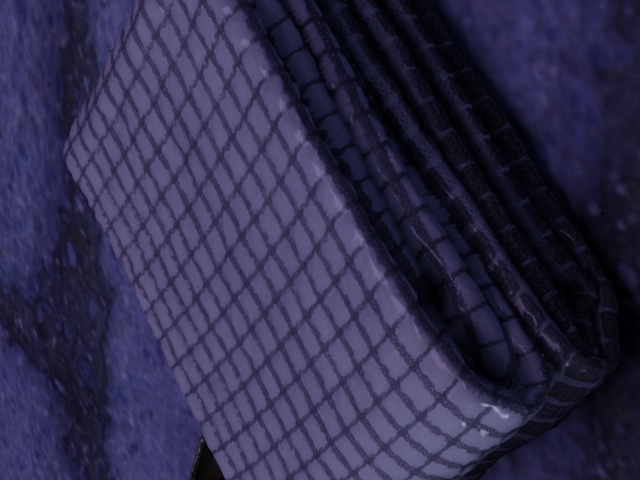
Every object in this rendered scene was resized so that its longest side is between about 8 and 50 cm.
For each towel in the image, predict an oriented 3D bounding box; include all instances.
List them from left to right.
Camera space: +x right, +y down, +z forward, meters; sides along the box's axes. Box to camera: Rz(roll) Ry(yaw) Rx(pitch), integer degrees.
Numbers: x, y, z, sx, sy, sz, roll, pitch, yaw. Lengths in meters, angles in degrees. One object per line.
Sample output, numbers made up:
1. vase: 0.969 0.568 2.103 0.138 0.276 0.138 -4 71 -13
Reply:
1. towel: 0.000 0.000 0.727 0.283 0.121 0.235 60 146 15

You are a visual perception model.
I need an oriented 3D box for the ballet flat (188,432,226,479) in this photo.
1. ballet flat: -0.054 0.143 0.913 0.084 0.058 0.250 50 140 29
